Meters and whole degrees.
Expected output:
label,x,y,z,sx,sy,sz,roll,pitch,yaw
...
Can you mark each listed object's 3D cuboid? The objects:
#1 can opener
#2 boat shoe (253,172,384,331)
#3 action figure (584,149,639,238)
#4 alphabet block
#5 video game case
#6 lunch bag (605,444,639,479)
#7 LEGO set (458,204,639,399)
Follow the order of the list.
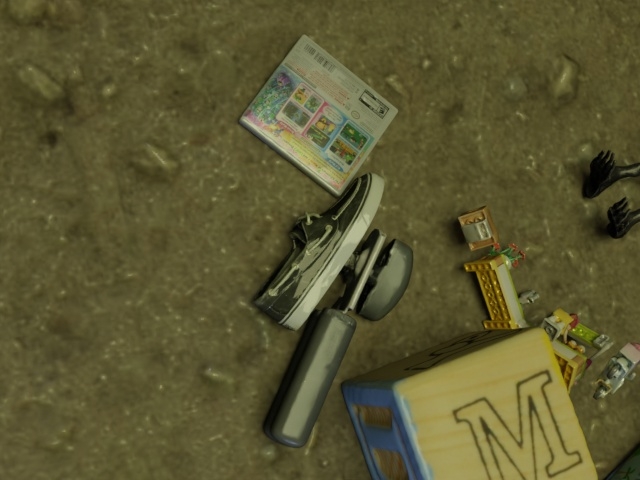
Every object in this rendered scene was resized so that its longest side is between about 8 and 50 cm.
label,x,y,z,sx,sy,sz,roll,pitch,yaw
can opener,0.031,0.119,1.128,0.095,0.076,0.284,27,76,-11
boat shoe,0.000,0.000,1.133,0.070,0.078,0.219,35,75,-11
action figure,0.507,-0.072,1.271,0.275,0.141,0.164,-8,73,-17
alphabet block,0.165,0.222,1.096,0.197,0.192,0.194,-18,90,-18
video game case,-0.001,-0.156,1.187,0.157,0.019,0.143,37,74,-10
lunch bag,0.484,0.336,1.233,0.219,0.090,0.176,-38,97,-17
LEGO set,0.282,0.075,1.200,0.107,0.132,0.287,-27,67,-35
